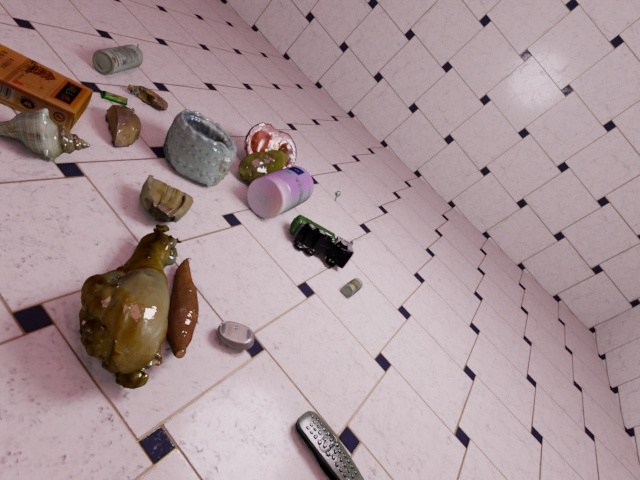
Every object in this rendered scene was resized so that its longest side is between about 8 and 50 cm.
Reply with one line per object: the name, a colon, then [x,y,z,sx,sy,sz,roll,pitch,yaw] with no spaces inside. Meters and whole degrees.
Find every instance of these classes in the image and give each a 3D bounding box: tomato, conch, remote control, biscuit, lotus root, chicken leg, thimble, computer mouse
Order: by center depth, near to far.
chicken leg: [-0.387,0.099,0.903,0.201,0.153,0.429,32,22,-22]
remote control: [0.025,0.487,0.938,0.222,0.042,0.072,49,31,18]
computer mouse: [-0.208,0.234,1.015,0.096,0.039,0.066,20,34,-18]
conch: [-0.715,-0.284,1.060,0.233,0.114,0.137,29,18,-9]
lotus root: [-0.441,-0.098,1.162,0.143,0.070,0.144,33,26,-25]
thimble: [-0.396,-0.309,1.392,0.250,0.172,0.204,45,28,12]
biscuit: [-0.708,-0.490,1.433,0.089,0.016,0.046,10,41,-42]
tomato: [-0.220,-0.363,1.714,0.227,0.112,0.199,26,75,-27]

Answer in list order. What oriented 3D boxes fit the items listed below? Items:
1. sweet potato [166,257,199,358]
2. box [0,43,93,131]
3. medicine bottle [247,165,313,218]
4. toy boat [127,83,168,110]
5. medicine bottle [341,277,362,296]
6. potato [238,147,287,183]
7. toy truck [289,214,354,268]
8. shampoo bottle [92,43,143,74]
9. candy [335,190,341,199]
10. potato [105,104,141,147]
sweet potato: [-0.316,0.154,0.974,0.072,0.066,0.315,31,28,-30]
box: [-0.817,-0.434,1.173,0.274,0.076,0.174,24,35,-27]
medicine bottle: [-0.142,-0.182,1.533,0.152,0.152,0.254,43,29,4]
toy boat: [-0.635,-0.530,1.538,0.149,0.047,0.049,28,32,-23]
medicine bottle: [0.113,0.165,1.467,0.047,0.047,0.083,47,31,11]
potato: [-0.216,-0.290,1.603,0.225,0.090,0.118,-32,102,-35]
toy truck: [0.000,0.000,1.511,0.242,0.101,0.125,30,19,-14]
shampoo bottle: [-0.753,-0.695,1.588,0.085,0.085,0.262,34,29,-11]
candy: [0.079,-0.208,1.956,0.025,0.023,0.083,0,34,16]
potato: [-0.607,-0.369,1.312,0.100,0.089,0.172,13,38,-43]
